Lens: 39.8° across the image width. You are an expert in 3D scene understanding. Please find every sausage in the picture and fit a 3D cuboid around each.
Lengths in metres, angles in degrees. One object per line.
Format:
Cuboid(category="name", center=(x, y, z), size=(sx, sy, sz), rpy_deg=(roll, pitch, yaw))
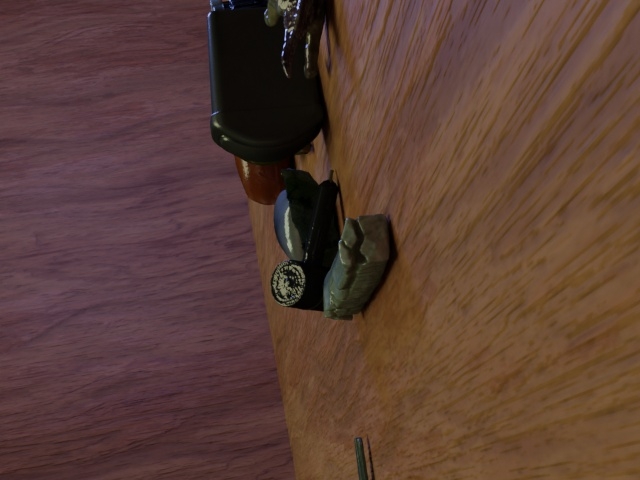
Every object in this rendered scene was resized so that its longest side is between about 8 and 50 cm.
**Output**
Cuboid(category="sausage", center=(-0.125, -0.199, 1.878), size=(0.133, 0.133, 0.258), rpy_deg=(-124, 27, -72))

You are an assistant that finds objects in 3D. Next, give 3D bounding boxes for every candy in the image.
Cuboid(category="candy", center=(-0.054, -0.024, 1.742), size=(0.174, 0.071, 0.138), rpy_deg=(-136, 37, -77))

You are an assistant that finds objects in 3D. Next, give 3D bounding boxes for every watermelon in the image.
Cuboid(category="watermelon", center=(-0.009, -0.039, 1.450), size=(0.139, 0.071, 0.187), rpy_deg=(-102, -4, -81))

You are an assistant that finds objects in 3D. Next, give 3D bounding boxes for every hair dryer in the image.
Cuboid(category="hair dryer", center=(0.000, 0.000, 1.354), size=(0.124, 0.072, 0.219), rpy_deg=(10, -90, -54))

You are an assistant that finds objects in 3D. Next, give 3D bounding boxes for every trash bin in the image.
Cuboid(category="trash bin", center=(-0.091, -0.242, 1.386), size=(0.101, 0.177, 0.236), rpy_deg=(110, 153, -76))

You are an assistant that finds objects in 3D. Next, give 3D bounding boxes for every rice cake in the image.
Cuboid(category="rice cake", center=(0.041, 0.045, 1.169), size=(0.336, 0.063, 0.066), rpy_deg=(100, 169, -72))

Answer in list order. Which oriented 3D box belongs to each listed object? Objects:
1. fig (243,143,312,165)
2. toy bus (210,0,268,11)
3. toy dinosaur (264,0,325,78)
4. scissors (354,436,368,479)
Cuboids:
Cuboid(category="fig", center=(-0.074, -0.201, 1.664), size=(0.259, 0.151, 0.151), rpy_deg=(27, 132, 42))
Cuboid(category="toy bus", center=(-0.128, -0.370, 1.651), size=(0.275, 0.139, 0.167), rpy_deg=(-114, 15, -68))
Cuboid(category="toy dinosaur", center=(-0.038, -0.354, 1.219), size=(0.162, 0.077, 0.294), rpy_deg=(134, 127, -80))
Cuboid(category="scissors", center=(0.092, 0.541, 1.485), size=(0.192, 0.029, 0.446), rpy_deg=(-140, 41, -78))
